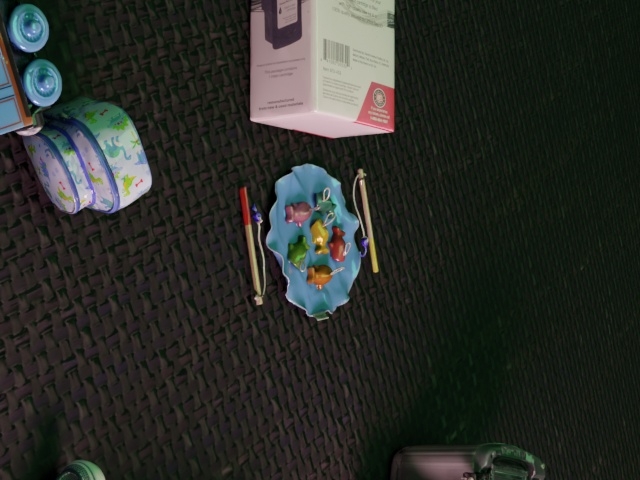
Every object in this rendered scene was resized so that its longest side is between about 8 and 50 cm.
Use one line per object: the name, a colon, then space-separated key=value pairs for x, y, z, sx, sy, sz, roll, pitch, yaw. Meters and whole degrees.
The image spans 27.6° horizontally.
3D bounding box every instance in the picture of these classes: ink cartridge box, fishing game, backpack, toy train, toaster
ink cartridge box: x=0.005 y=-0.251 z=1.544 sx=0.172 sy=0.100 sz=0.237 roll=6 pitch=82 yaw=-55
fishing game: x=0.000 y=0.000 z=1.566 sx=0.264 sy=0.041 sz=0.189 roll=-6 pitch=89 yaw=-55
backpack: x=-0.213 y=-0.073 z=1.200 sx=0.084 sy=0.114 sz=0.105 roll=-33 pitch=116 yaw=-30
toy train: x=-0.294 y=-0.174 z=1.130 sx=0.105 sy=0.080 sz=0.184 roll=-28 pitch=110 yaw=-46
toaster: x=0.188 y=0.330 z=1.706 sx=0.227 sy=0.146 sz=0.129 roll=20 pitch=70 yaw=-53

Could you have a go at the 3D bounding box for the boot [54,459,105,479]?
boot: x=-0.247 y=0.284 z=1.151 sx=0.086 sy=0.069 sz=0.190 roll=31 pitch=63 yaw=-53
